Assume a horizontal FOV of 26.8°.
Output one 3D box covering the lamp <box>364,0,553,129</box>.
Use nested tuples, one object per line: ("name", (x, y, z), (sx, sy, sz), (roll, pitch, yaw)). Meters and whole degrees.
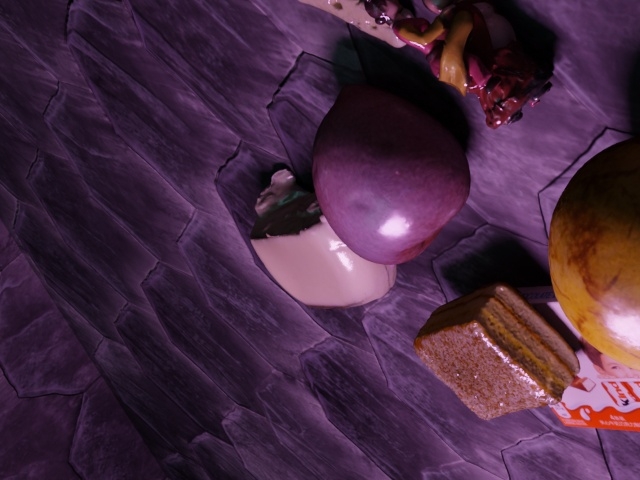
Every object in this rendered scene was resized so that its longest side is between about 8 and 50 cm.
("lamp", (0.161, -0.245, 1.592), (0.253, 0.118, 0.118), (45, 155, 3))

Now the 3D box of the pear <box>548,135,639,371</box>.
("pear", (0.393, 0.018, 1.494), (0.281, 0.280, 0.280), (33, 153, 19))

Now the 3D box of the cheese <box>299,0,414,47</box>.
("cheese", (0.039, -0.310, 1.736), (0.194, 0.043, 0.065), (32, 148, 26))

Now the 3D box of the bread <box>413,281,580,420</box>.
("bread", (0.257, 0.161, 1.978), (0.184, 0.110, 0.234), (45, 156, -6))

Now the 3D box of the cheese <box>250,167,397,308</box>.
("cheese", (0.000, 0.000, 2.179), (0.266, 0.127, 0.233), (-5, 125, 54))

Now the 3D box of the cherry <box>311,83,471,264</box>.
("cherry", (0.081, -0.088, 1.829), (0.239, 0.206, 0.239), (33, 165, 10))

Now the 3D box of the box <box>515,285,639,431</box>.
("box", (0.393, 0.175, 1.975), (0.265, 0.048, 0.273), (52, 154, -17))
